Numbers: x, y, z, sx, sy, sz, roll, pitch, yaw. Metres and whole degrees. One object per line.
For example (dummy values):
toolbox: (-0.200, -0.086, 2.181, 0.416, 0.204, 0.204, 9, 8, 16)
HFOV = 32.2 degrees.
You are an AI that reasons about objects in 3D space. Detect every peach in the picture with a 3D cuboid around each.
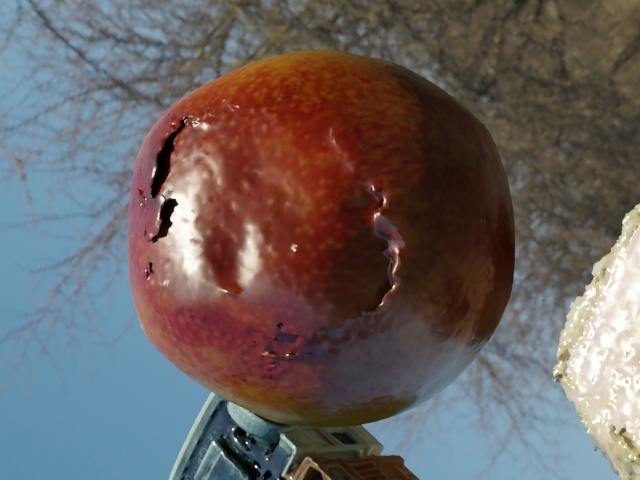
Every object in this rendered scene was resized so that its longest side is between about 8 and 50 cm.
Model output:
peach: (0.000, 0.000, 0.643, 0.231, 0.231, 0.231, 42, -165, -14)

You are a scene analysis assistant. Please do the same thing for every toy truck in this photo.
toy truck: (0.031, 0.234, 0.848, 0.305, 0.136, 0.162, 40, -159, 33)

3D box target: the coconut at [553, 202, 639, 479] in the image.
coconut: (0.450, 0.119, 0.977, 0.404, 0.404, 0.404, 42, -165, -14)
